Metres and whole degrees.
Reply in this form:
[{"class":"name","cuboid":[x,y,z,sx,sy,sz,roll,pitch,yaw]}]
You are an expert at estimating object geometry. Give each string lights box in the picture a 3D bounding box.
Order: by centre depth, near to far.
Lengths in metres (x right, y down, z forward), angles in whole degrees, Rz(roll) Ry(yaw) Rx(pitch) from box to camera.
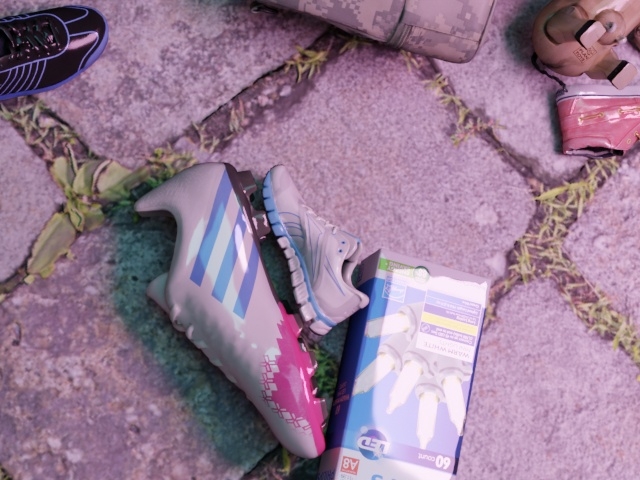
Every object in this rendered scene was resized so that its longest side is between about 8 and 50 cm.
[{"class":"string lights box","cuboid":[0.089,0.154,1.626,0.133,0.077,0.259,15,73,-13]}]

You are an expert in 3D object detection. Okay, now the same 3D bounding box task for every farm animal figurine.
[{"class":"farm animal figurine","cuboid":[0.374,-0.287,1.755,0.327,0.172,0.330,-32,116,-8]}]

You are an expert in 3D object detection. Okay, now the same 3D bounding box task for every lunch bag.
[{"class":"lunch bag","cuboid":[0.068,-0.367,1.629,0.256,0.212,0.305,11,109,-17]}]

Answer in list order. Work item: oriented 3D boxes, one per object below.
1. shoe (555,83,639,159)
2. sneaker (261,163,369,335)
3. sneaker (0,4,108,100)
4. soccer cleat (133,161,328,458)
[{"class":"shoe","cuboid":[0.364,-0.138,1.786,0.178,0.063,0.081,0,78,-11]},{"class":"sneaker","cuboid":[0.000,0.000,1.620,0.083,0.071,0.190,-26,76,16]},{"class":"sneaker","cuboid":[-0.322,-0.193,1.585,0.232,0.090,0.081,-27,85,-20]},{"class":"soccer cleat","cuboid":[-0.096,0.082,1.584,0.143,0.116,0.331,-18,79,-6]}]
